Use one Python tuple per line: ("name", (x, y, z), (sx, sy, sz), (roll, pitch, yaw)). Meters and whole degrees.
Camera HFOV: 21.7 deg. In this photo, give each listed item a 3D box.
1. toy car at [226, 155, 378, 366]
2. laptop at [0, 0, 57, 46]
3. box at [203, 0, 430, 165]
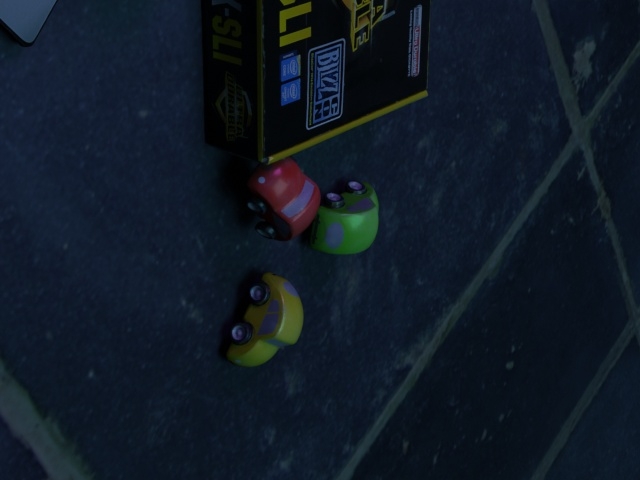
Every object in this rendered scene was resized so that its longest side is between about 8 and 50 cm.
("toy car", (0.000, 0.000, 1.642), (0.225, 0.053, 0.239), (-31, 139, -49))
("laptop", (-0.126, -0.354, 1.125), (0.382, 0.236, 0.408), (-63, 153, -11))
("box", (0.003, -0.259, 1.530), (0.257, 0.079, 0.322), (-25, 124, -44))
